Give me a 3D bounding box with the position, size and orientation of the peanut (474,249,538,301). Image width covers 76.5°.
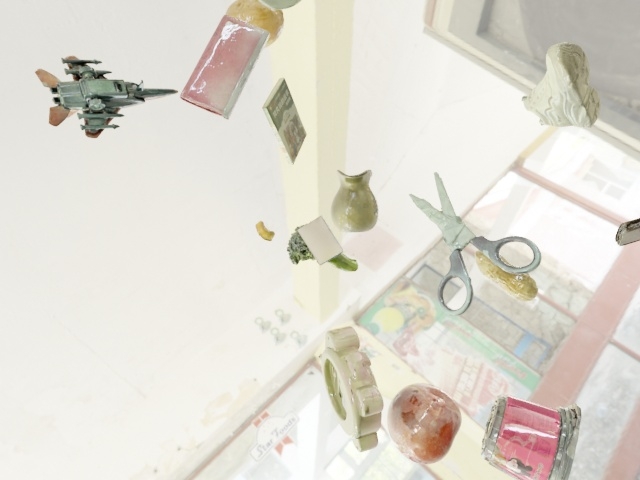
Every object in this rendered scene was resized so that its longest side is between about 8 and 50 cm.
[{"bbox_3d":[0.728,0.126,1.596,0.125,0.274,0.111,-36,-19,-41],"label":"peanut"}]

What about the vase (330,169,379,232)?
[{"bbox_3d":[0.174,-0.209,2.023,0.329,0.240,0.303,-49,-41,-72],"label":"vase"}]

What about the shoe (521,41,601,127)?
[{"bbox_3d":[0.764,-0.487,1.339,0.342,0.210,0.132,36,-108,-38],"label":"shoe"}]

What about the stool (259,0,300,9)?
[{"bbox_3d":[-0.135,-0.839,1.230,0.195,0.199,0.195,2,-41,-21],"label":"stool"}]

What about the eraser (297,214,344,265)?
[{"bbox_3d":[0.000,0.000,1.409,0.103,0.150,0.023,-32,3,17],"label":"eraser"}]

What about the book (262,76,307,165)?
[{"bbox_3d":[-0.131,-0.455,1.564,0.264,0.027,0.202,64,-145,-44],"label":"book"}]

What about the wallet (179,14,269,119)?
[{"bbox_3d":[-0.214,-0.394,0.915,0.025,0.119,0.232,114,179,-78],"label":"wallet"}]

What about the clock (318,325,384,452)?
[{"bbox_3d":[0.096,0.456,1.258,0.114,0.309,0.284,-8,-58,-18],"label":"clock"}]

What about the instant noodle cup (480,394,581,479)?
[{"bbox_3d":[0.536,0.524,1.071,0.258,0.181,0.303,-14,-61,-62],"label":"instant noodle cup"}]

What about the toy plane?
[{"bbox_3d":[-0.535,-0.384,1.057,0.326,0.223,0.104,-16,-3,-22],"label":"toy plane"}]

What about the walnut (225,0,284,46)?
[{"bbox_3d":[-0.238,-0.783,1.462,0.193,0.225,0.193,29,-122,-60],"label":"walnut"}]

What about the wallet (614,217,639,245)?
[{"bbox_3d":[0.904,-0.046,1.079,0.198,0.031,0.110,-20,-33,17],"label":"wallet"}]

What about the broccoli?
[{"bbox_3d":[0.014,0.056,1.616,0.145,0.303,0.165,128,160,-51],"label":"broccoli"}]

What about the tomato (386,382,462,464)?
[{"bbox_3d":[0.353,0.634,1.436,0.270,0.227,0.270,-52,-2,-3],"label":"tomato"}]

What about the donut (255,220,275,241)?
[{"bbox_3d":[-0.224,-0.042,1.642,0.067,0.083,0.038,10,-45,-48],"label":"donut"}]

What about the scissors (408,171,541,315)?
[{"bbox_3d":[0.345,-0.024,1.028,0.256,0.384,0.029,-37,-40,22],"label":"scissors"}]
